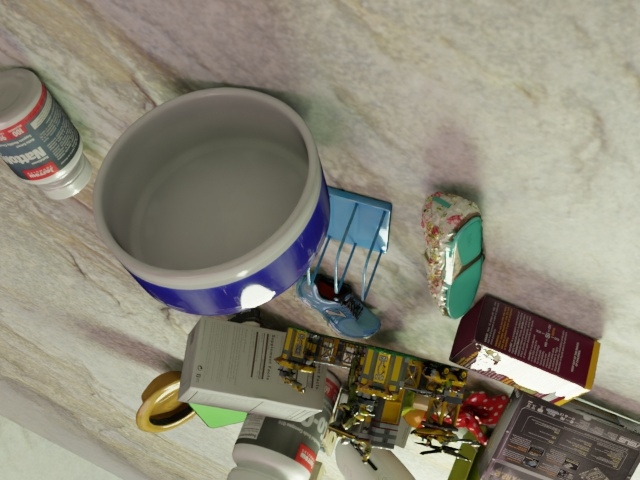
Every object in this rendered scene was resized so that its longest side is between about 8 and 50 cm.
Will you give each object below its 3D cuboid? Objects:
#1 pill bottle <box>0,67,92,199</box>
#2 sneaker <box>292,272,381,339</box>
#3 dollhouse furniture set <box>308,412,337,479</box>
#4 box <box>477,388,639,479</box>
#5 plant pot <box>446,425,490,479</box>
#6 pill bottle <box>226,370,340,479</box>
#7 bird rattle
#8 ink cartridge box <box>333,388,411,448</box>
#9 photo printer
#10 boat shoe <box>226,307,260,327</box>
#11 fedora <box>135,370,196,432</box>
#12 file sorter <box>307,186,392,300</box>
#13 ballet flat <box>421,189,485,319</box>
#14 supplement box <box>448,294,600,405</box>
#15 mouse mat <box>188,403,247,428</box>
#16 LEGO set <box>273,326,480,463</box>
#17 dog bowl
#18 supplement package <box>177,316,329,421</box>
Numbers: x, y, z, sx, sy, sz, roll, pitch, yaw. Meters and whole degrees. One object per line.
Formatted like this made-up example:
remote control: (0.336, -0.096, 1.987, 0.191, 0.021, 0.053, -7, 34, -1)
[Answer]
pill bottle: (-0.397, -0.142, 1.211, 0.108, 0.107, 0.180, 7, 149, 24)
sneaker: (0.034, 0.105, 1.390, 0.162, 0.063, 0.073, 32, 147, -19)
dollhouse furniture set: (-0.051, 0.477, 1.955, 0.130, 0.183, 0.129, 13, 150, 16)
box: (0.408, 0.358, 1.462, 0.231, 0.056, 0.183, 20, 108, 0)
plant pot: (0.358, 0.505, 1.698, 0.207, 0.228, 0.227, 16, 153, 22)
pill bottle: (-0.077, 0.388, 1.716, 0.161, 0.283, 0.161, 16, 151, 9)
bird rattle: (0.206, 0.299, 1.595, 0.254, 0.143, 0.207, 10, 164, -5)
ink cartridge box: (0.103, 0.355, 1.734, 0.151, 0.063, 0.109, 20, 176, 2)
photo printer: (0.151, 0.527, 1.720, 0.307, 0.107, 0.256, 59, 169, -22)
boat shoe: (-0.152, 0.154, 1.624, 0.046, 0.038, 0.125, 19, 155, -28)
fedora: (-0.352, 0.364, 2.026, 0.079, 0.194, 0.194, 48, 169, 36)
file sorter: (0.000, 0.000, 1.188, 0.170, 0.104, 0.118, 16, 152, 10)
ballet flat: (0.171, 0.015, 1.144, 0.077, 0.091, 0.241, 42, 157, 29)
supplement box: (0.302, 0.165, 1.290, 0.188, 0.080, 0.104, 23, 152, -3)
mouse mat: (-0.222, 0.391, 2.043, 0.153, 0.007, 0.189, -14, 142, 7)
LEGO set: (0.073, 0.265, 1.378, 0.255, 0.192, 0.331, 18, 173, -41)
dog bowl: (-0.124, -0.048, 1.021, 0.265, 0.264, 0.104, 11, 152, 19)
supplement package: (-0.123, 0.240, 1.592, 0.244, 0.133, 0.139, 13, 156, -15)
